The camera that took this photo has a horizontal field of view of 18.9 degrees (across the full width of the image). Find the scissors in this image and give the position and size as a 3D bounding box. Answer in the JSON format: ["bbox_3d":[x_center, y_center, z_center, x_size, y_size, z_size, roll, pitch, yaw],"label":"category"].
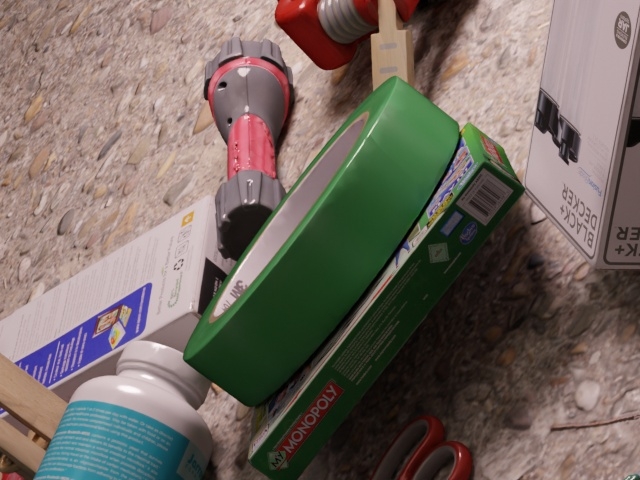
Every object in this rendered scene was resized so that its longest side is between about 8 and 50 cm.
[{"bbox_3d":[0.030,0.274,1.546,0.297,0.021,0.109,-59,30,-9],"label":"scissors"}]

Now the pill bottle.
[{"bbox_3d":[-0.192,0.229,1.803,0.146,0.146,0.264,-14,47,51],"label":"pill bottle"}]

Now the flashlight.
[{"bbox_3d":[-0.075,-0.101,2.060,0.103,0.103,0.304,-45,26,26],"label":"flashlight"}]

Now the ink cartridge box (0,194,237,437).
[{"bbox_3d":[-0.245,0.102,2.097,0.371,0.069,0.176,-27,36,29],"label":"ink cartridge box"}]

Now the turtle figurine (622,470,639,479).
[{"bbox_3d":[0.276,0.133,1.215,0.175,0.118,0.234,-32,36,23],"label":"turtle figurine"}]

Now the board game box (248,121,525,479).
[{"bbox_3d":[0.052,0.050,1.650,0.317,0.046,0.213,-52,8,9],"label":"board game box"}]

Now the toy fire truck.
[{"bbox_3d":[0.050,-0.223,1.989,0.217,0.158,0.246,-24,29,43],"label":"toy fire truck"}]

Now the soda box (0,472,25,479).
[{"bbox_3d":[-0.292,0.329,1.899,0.083,0.092,0.263,-32,33,29],"label":"soda box"}]

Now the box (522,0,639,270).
[{"bbox_3d":[0.241,-0.138,1.458,0.169,0.087,0.290,-121,34,-60],"label":"box"}]

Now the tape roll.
[{"bbox_3d":[0.000,0.000,1.736,0.321,0.077,0.321,-51,6,8],"label":"tape roll"}]

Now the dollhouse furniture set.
[{"bbox_3d":[-0.344,0.217,1.878,0.151,0.123,0.144,-32,32,27],"label":"dollhouse furniture set"}]
